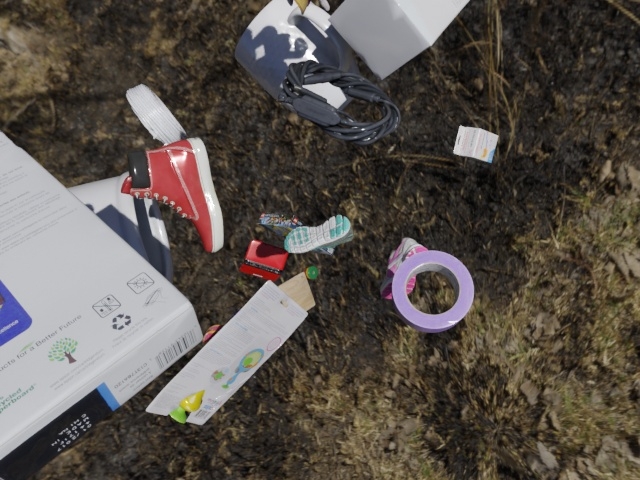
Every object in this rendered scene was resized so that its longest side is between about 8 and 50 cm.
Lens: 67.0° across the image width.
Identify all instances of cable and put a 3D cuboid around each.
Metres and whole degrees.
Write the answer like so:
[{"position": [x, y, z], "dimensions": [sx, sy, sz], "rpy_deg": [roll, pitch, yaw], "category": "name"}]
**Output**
[{"position": [-0.582, -0.442, 1.730], "dimensions": [0.089, 0.257, 0.257], "rpy_deg": [-37, 99, 0], "category": "cable"}, {"position": [0.032, -0.210, 0.729], "dimensions": [0.185, 0.047, 0.150], "rpy_deg": [19, 43, -4], "category": "cable"}]

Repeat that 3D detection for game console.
[{"position": [-0.207, 0.075, 1.760], "dimensions": [0.144, 0.124, 0.085], "rpy_deg": [19, 60, -15], "category": "game console"}]

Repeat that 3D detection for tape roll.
[{"position": [0.267, 0.124, 1.167], "dimensions": [0.189, 0.080, 0.188], "rpy_deg": [-2, 72, 6], "category": "tape roll"}]

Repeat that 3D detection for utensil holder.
[{"position": [-0.619, 0.021, 1.246], "dimensions": [0.386, 0.327, 0.327], "rpy_deg": [-15, 64, -7], "category": "utensil holder"}]

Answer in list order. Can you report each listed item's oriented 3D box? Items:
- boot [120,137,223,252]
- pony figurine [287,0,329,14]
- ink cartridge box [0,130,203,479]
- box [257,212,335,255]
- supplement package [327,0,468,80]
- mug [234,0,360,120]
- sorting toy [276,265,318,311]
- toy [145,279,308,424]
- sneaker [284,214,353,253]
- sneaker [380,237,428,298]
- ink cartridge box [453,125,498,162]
[{"position": [-0.303, -0.073, 0.991], "dimensions": [0.176, 0.244, 0.088], "rpy_deg": [-20, 19, -25], "category": "boot"}, {"position": [-0.067, -0.514, 0.731], "dimensions": [0.363, 0.351, 0.302], "rpy_deg": [-29, 56, 56], "category": "pony figurine"}, {"position": [-0.272, 0.026, 0.420], "dimensions": [0.333, 0.065, 0.165], "rpy_deg": [36, 57, 26], "category": "ink cartridge box"}, {"position": [-0.078, -0.021, 1.646], "dimensions": [0.159, 0.233, 0.044], "rpy_deg": [9, 72, 43], "category": "box"}, {"position": [0.199, -0.561, 1.132], "dimensions": [0.262, 0.199, 0.198], "rpy_deg": [-52, 17, -22], "category": "supplement package"}, {"position": [-0.031, -0.532, 1.412], "dimensions": [0.328, 0.374, 0.276], "rpy_deg": [46, 72, -5], "category": "mug"}, {"position": [-0.102, 0.200, 1.700], "dimensions": [0.046, 0.275, 0.132], "rpy_deg": [-7, 106, 46], "category": "sorting toy"}, {"position": [-0.139, 0.161, 0.716], "dimensions": [0.056, 0.137, 0.237], "rpy_deg": [36, 81, 35], "category": "toy"}, {"position": [0.000, 0.000, 1.078], "dimensions": [0.167, 0.076, 0.064], "rpy_deg": [-14, 63, 23], "category": "sneaker"}, {"position": [0.281, 0.095, 1.673], "dimensions": [0.252, 0.103, 0.111], "rpy_deg": [-61, 26, 28], "category": "sneaker"}, {"position": [0.561, -0.346, 1.744], "dimensions": [0.062, 0.181, 0.104], "rpy_deg": [21, 103, 44], "category": "ink cartridge box"}]
